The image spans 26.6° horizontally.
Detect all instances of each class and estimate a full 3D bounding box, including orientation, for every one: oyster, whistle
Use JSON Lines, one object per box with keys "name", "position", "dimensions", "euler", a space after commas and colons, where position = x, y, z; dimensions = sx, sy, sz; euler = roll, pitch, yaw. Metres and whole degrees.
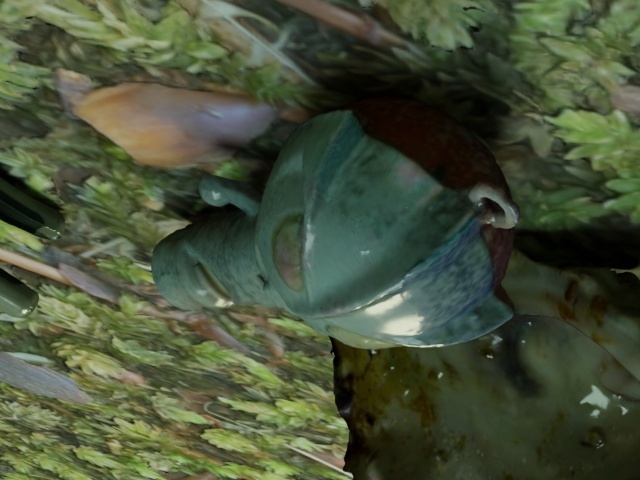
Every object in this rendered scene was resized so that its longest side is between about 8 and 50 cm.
{"name": "oyster", "position": [0.139, 0.087, 0.857], "dimensions": [0.096, 0.221, 0.361], "euler": [-10, 168, -46]}
{"name": "whistle", "position": [0.001, 0.000, 0.801], "dimensions": [0.142, 0.133, 0.346], "euler": [26, 161, -27]}

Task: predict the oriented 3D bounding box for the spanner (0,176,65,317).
{"name": "spanner", "position": [-0.306, -0.053, 0.883], "dimensions": [0.040, 0.095, 0.325], "euler": [-13, 142, 44]}
